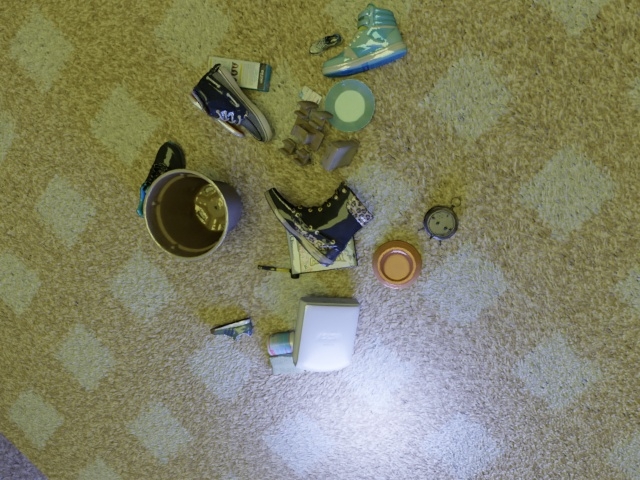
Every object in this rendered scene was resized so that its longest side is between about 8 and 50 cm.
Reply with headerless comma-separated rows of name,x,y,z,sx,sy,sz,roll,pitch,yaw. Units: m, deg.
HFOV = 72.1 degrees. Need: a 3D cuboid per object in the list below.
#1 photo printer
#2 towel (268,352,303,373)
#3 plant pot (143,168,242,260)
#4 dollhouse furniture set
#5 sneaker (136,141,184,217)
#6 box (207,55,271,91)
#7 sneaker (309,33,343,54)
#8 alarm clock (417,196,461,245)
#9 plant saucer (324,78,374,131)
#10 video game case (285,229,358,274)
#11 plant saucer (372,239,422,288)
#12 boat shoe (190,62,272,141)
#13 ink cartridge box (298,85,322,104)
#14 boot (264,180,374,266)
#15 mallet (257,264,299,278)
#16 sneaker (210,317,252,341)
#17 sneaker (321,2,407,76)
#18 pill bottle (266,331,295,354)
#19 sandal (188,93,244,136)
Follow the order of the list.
photo printer,0.018,0.388,1.794,0.255,0.107,0.308,5,102,-18
towel,-0.148,0.538,1.915,0.147,0.027,0.110,-4,119,7
plant pot,-0.462,-0.118,1.732,0.333,0.305,0.335,2,101,11
dollhouse furniture set,0.001,-0.384,1.683,0.242,0.161,0.212,40,124,18
sneaker,-0.668,-0.244,1.835,0.124,0.139,0.341,19,102,9
box,-0.321,-0.656,1.734,0.243,0.060,0.101,11,103,9
sneaker,0.016,-0.745,1.655,0.135,0.058,0.052,-20,96,14
alarm clock,0.474,-0.084,1.687,0.129,0.064,0.192,34,101,3
plant saucer,0.113,-0.516,1.689,0.194,0.037,0.195,2,101,11
video game case,0.000,0.000,1.783,0.274,0.035,0.249,-8,89,11
plant saucer,0.306,0.099,1.763,0.199,0.037,0.200,2,100,10
boat shoe,-0.343,-0.487,1.683,0.158,0.127,0.341,-46,106,-23
ink cartridge box,-0.037,-0.559,1.714,0.083,0.028,0.048,35,105,3
boot,-0.005,-0.120,1.694,0.284,0.138,0.377,-42,88,9
mallet,-0.176,0.114,1.861,0.189,0.039,0.063,13,100,13
sneaker,-0.389,0.406,1.936,0.191,0.064,0.086,-17,92,10
sneaker,0.138,-0.731,1.603,0.318,0.127,0.209,-16,99,4
pill bottle,-0.144,0.438,1.884,0.160,0.087,0.087,-11,98,13
sandal,-0.403,-0.519,1.762,0.265,0.102,0.076,36,103,-6
